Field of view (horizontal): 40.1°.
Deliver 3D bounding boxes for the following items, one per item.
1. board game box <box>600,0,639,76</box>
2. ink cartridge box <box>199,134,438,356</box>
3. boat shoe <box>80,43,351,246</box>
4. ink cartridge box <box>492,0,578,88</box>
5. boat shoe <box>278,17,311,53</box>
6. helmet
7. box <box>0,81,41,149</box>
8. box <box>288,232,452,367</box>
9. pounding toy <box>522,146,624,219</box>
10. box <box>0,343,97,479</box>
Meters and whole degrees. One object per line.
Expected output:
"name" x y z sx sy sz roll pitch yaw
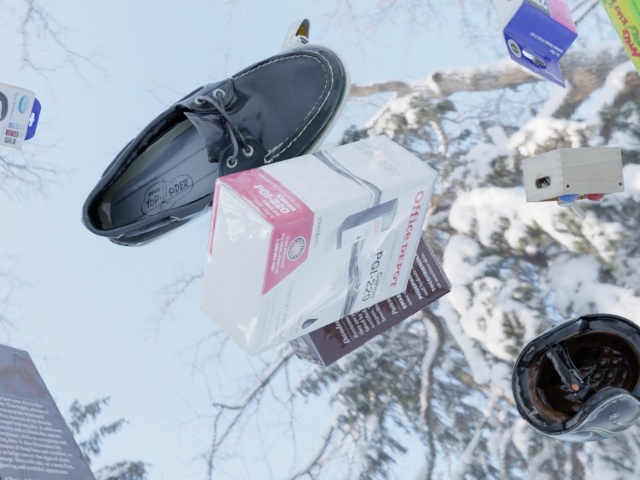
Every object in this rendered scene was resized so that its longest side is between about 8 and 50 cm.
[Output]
"board game box" 0.350 -0.233 0.893 0.092 0.043 0.181 -30 -87 -7
"ink cartridge box" 0.000 0.000 0.872 0.217 0.092 0.159 -21 -44 -39
"boat shoe" -0.122 -0.101 0.946 0.340 0.113 0.127 -27 -96 15
"ink cartridge box" 0.368 -0.463 1.588 0.175 0.069 0.371 14 -122 -41
"boat shoe" -0.033 -0.280 1.260 0.035 0.035 0.100 34 -128 -28
"helmet" 0.343 0.175 1.119 0.161 0.169 0.170 -2 -77 -38
"box" -0.443 -0.173 1.170 0.136 0.028 0.081 11 -76 -30
"box" 0.032 0.046 1.188 0.203 0.168 0.167 -30 -86 -13
"pounding toy" 0.401 -0.087 1.395 0.130 0.141 0.100 -3 -94 -18
"box" -0.373 0.289 1.019 0.143 0.381 0.191 -41 -29 6
